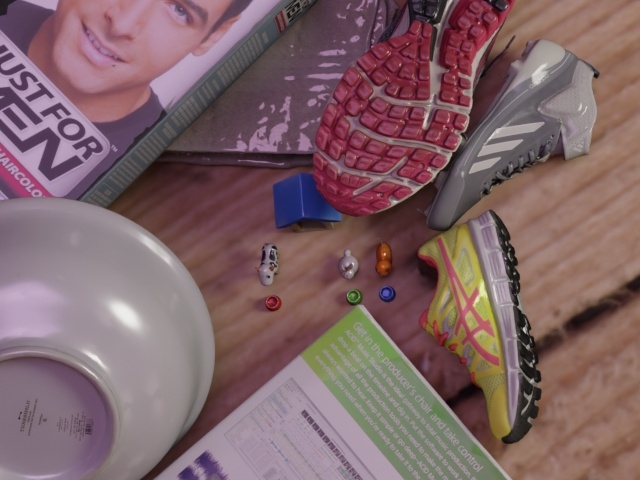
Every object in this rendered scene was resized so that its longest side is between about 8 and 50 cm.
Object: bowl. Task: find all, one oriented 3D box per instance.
[{"bbox_3d":[-0.238,0.123,1.491,0.298,0.134,0.298,-1,116,-2],"label":"bowl"}]

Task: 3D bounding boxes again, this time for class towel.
[{"bbox_3d":[-0.072,-0.164,1.657,0.282,0.049,0.187,3,76,12],"label":"towel"}]

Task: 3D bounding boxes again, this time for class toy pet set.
[{"bbox_3d":[0.000,0.000,1.594,0.122,0.065,0.114,-6,76,8],"label":"toy pet set"}]

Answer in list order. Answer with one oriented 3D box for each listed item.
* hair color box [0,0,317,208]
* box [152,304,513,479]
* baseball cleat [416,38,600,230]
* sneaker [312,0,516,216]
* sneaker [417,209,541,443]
[{"bbox_3d":[-0.195,-0.166,1.582,0.374,0.113,0.185,-45,84,-2],"label":"hair color box"},{"bbox_3d":[-0.010,0.246,1.544,0.322,0.058,0.232,-40,73,0],"label":"box"},{"bbox_3d":[0.179,-0.082,1.579,0.109,0.072,0.206,32,88,9],"label":"baseball cleat"},{"bbox_3d":[0.097,-0.146,1.573,0.121,0.112,0.299,31,77,7],"label":"sneaker"},{"bbox_3d":[0.137,0.082,1.550,0.094,0.081,0.208,-14,68,14],"label":"sneaker"}]
